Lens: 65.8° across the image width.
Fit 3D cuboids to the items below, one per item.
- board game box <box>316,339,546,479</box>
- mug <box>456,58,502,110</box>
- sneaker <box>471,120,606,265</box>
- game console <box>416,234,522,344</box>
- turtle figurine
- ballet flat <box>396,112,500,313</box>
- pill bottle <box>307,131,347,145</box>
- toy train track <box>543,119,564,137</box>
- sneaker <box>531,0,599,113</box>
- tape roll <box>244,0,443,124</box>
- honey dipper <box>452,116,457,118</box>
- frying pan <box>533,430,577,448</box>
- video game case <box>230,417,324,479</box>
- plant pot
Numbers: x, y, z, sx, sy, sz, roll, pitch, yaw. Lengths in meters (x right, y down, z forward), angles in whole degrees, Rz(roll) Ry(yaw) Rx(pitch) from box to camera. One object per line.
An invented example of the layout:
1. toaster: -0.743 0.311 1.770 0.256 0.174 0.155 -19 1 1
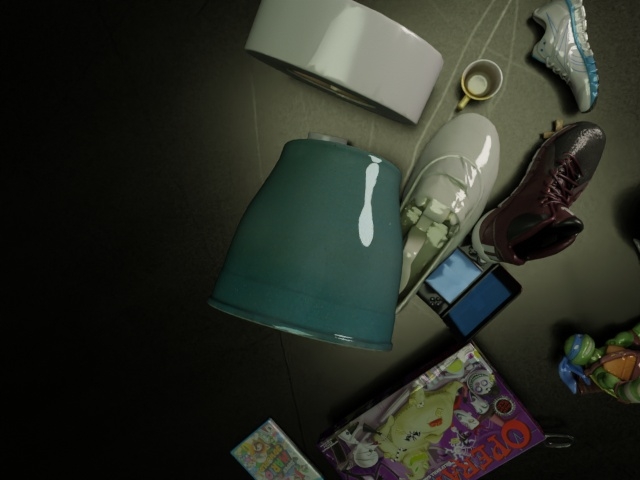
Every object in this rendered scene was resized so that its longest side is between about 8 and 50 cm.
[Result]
1. board game box: 0.188 0.352 0.890 0.347 0.056 0.208 -39 92 14
2. mug: 0.254 -0.256 0.814 0.078 0.064 0.062 -20 95 13
3. sneaker: 0.369 -0.062 0.754 0.106 0.162 0.281 38 93 -12
4. game console: 0.248 0.082 0.859 0.124 0.085 0.144 43 103 1
5. turtle figurine: 0.546 0.189 0.762 0.266 0.198 0.274 31 106 9
6. ballet flat: 0.172 -0.018 0.818 0.139 0.139 0.400 30 108 5
7. pill bottle: -0.004 -0.101 0.873 0.094 0.094 0.169 14 101 8
8. toy train track: 0.396 -0.160 0.831 0.048 0.014 0.083 -2 104 4
9. sneaker: 0.385 -0.290 0.790 0.083 0.071 0.190 -14 88 19
10. tape roll: 0.034 -0.273 0.743 0.286 0.286 0.100 24 103 6
11. honey dipper: 0.231 -0.131 0.859 0.030 0.030 0.160 9 104 9
12. frying pan: 0.267 0.335 0.914 0.326 0.053 0.197 -26 93 12
13. video game case: -0.090 0.461 1.019 0.119 0.015 0.166 -43 90 14
14. plant pot: 0.000 0.000 0.725 0.272 0.271 0.255 13 85 8
